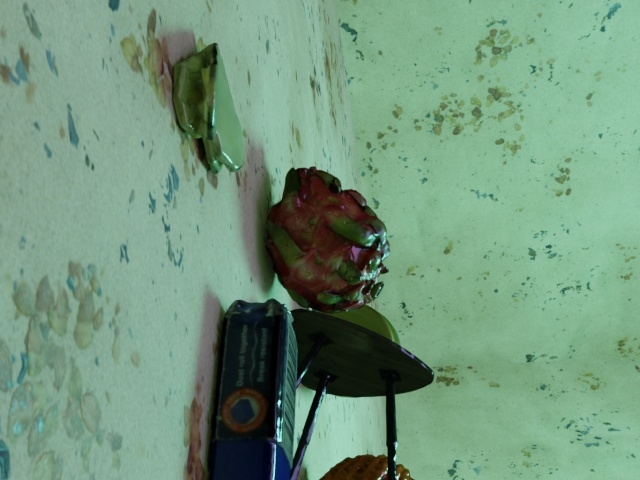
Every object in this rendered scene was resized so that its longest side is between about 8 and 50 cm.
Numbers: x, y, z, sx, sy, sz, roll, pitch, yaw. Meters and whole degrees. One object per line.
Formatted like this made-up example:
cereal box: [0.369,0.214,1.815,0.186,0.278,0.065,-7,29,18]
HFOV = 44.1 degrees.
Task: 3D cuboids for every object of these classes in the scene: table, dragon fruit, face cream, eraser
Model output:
table: [0.013,0.335,1.482,0.317,0.317,0.249,75,27,-50]
dragon fruit: [0.011,-0.003,1.535,0.231,0.237,0.303,90,-18,-58]
face cream: [0.074,0.256,1.843,0.179,0.218,0.218,45,41,-75]
eraser: [-0.092,0.257,1.152,0.155,0.101,0.332,76,14,-55]

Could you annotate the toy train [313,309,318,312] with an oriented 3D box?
toy train: [0.022,0.230,2.025,0.104,0.071,0.178,114,-29,-86]

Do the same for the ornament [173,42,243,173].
ornament: [-0.154,-0.206,1.138,0.201,0.059,0.180,72,15,-67]

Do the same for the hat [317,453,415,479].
hat: [0.036,0.619,1.604,0.400,0.285,0.285,-11,98,-54]
